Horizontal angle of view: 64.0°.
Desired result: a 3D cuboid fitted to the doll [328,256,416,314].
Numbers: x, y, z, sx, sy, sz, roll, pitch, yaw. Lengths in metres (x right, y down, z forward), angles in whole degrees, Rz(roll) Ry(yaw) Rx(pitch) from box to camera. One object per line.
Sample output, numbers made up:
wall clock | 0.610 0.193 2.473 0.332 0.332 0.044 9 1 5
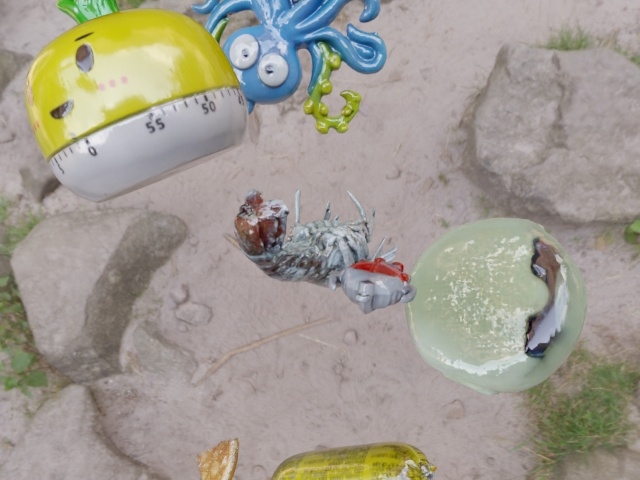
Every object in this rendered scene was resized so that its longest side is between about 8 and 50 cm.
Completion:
doll | 0.072 0.053 0.670 0.104 0.194 0.062 32 105 10

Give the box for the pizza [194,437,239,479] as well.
pizza | -0.162 0.371 0.853 0.099 0.029 0.100 -51 42 5

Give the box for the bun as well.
bun | 0.293 0.115 0.864 0.293 0.187 0.293 -17 56 26

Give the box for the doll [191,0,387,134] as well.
doll | -0.054 -0.354 0.880 0.346 0.099 0.341 32 106 -7

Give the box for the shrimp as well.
shrimp | 0.001 0.004 0.824 0.221 0.410 0.166 18 103 28

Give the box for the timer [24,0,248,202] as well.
timer | -0.246 -0.208 0.648 0.285 0.285 0.285 -2 68 4

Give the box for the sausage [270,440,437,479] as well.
sausage | 0.044 0.414 0.865 0.347 0.123 0.123 -24 63 34
